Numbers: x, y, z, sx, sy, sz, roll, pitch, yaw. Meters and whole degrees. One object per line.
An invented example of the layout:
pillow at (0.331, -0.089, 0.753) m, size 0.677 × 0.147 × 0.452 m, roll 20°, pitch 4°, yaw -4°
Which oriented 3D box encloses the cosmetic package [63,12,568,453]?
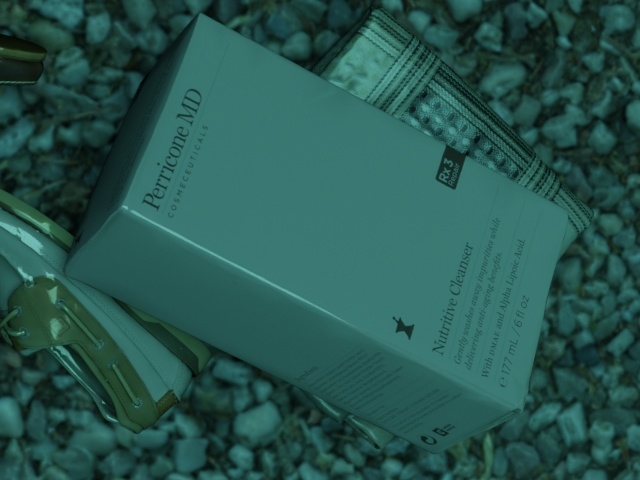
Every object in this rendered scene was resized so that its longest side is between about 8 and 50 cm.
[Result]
cosmetic package at (0.000, 0.000, 1.704) m, size 0.385 × 0.156 × 0.217 m, roll 26°, pitch 59°, yaw -17°

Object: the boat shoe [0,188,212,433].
boat shoe at (-0.236, 0.054, 1.733) m, size 0.302 × 0.113 × 0.103 m, roll 39°, pitch 77°, yaw -17°

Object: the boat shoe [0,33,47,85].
boat shoe at (-0.343, -0.155, 1.709) m, size 0.207 × 0.073 × 0.073 m, roll 9°, pitch 102°, yaw -9°

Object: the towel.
towel at (0.058, -0.006, 1.852) m, size 0.312 × 0.056 × 0.324 m, roll 44°, pitch 82°, yaw -16°
